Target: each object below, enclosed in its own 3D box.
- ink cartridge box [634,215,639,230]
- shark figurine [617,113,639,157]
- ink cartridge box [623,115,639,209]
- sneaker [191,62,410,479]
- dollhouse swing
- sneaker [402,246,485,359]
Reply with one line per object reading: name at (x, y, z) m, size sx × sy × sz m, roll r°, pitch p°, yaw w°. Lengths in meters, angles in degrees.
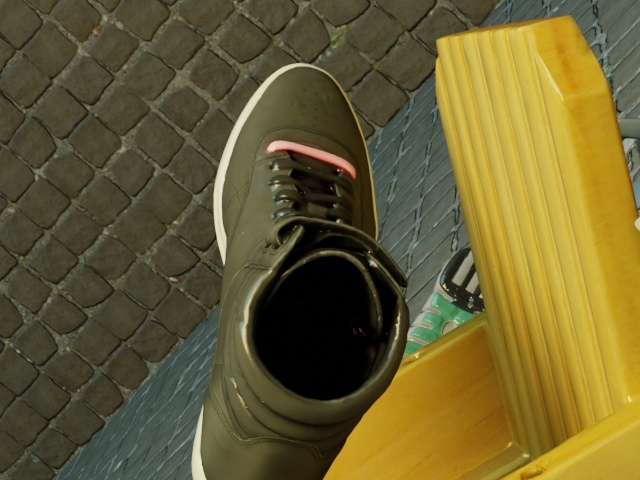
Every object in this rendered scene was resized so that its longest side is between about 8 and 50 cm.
ink cartridge box at (0.329, -0.115, 0.702) m, size 0.309 × 0.130 × 0.272 m, roll -44°, pitch -4°, yaw -43°
shark figurine at (0.226, -0.042, 1.003) m, size 0.166 × 0.116 × 0.278 m, roll -39°, pitch 37°, yaw 23°
ink cartridge box at (0.359, -0.139, 1.102) m, size 0.371 × 0.069 × 0.176 m, roll -42°, pitch 13°, yaw 27°
sneaker at (0.000, 0.000, 0.822) m, size 0.147 × 0.104 × 0.296 m, roll 125°, pitch 156°, yaw -56°
dollhouse swing at (0.047, 0.077, 0.873) m, size 0.315 × 0.305 × 0.347 m, roll -29°, pitch 9°, yaw -3°
sneaker at (0.101, 0.114, 1.354) m, size 0.224 × 0.083 × 0.098 m, roll -51°, pitch -14°, yaw -21°
